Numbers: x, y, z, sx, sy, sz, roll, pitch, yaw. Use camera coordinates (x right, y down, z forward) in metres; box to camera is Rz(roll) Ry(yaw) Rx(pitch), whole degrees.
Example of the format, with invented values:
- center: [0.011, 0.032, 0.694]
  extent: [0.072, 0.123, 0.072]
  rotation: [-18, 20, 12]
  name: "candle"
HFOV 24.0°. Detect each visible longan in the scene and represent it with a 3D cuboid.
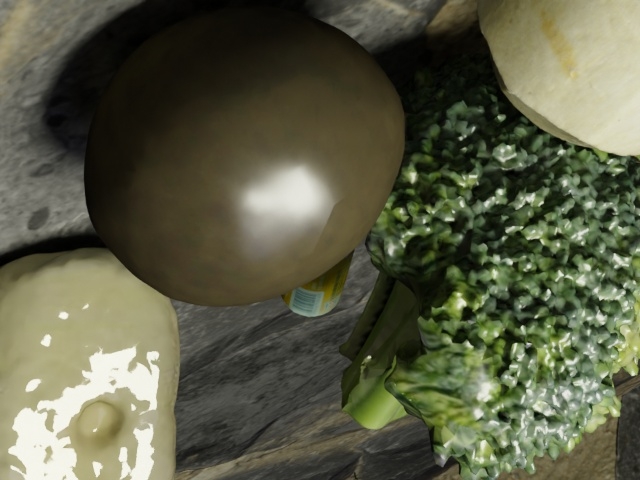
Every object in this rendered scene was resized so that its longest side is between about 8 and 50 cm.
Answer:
- center: [-0.054, -0.054, 0.981]
  extent: [0.220, 0.197, 0.196]
  rotation: [-25, 159, 14]
  name: "longan"

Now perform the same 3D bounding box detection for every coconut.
- center: [0.220, -0.170, 1.000]
  extent: [0.202, 0.202, 0.222]
  rotation: [-8, 154, -37]
  name: "coconut"

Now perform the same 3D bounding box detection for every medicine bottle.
- center: [0.000, 0.000, 1.325]
  extent: [0.073, 0.074, 0.218]
  rotation: [-19, 159, -14]
  name: "medicine bottle"

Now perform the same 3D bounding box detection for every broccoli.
- center: [0.148, 0.037, 1.135]
  extent: [0.249, 0.375, 0.302]
  rotation: [4, 130, -2]
  name: "broccoli"

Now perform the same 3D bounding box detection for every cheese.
- center: [-0.221, 0.107, 1.243]
  extent: [0.173, 0.251, 0.248]
  rotation: [-1, 114, -22]
  name: "cheese"

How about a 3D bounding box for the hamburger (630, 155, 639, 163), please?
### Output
- center: [0.318, -0.128, 1.266]
  extent: [0.175, 0.175, 0.137]
  rotation: [-28, 145, 6]
  name: "hamburger"
